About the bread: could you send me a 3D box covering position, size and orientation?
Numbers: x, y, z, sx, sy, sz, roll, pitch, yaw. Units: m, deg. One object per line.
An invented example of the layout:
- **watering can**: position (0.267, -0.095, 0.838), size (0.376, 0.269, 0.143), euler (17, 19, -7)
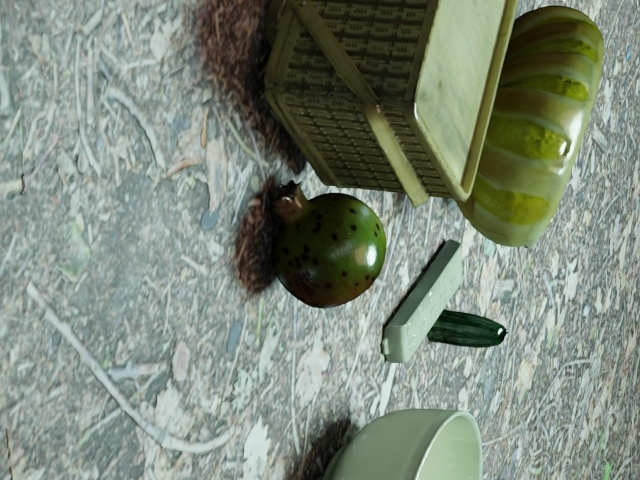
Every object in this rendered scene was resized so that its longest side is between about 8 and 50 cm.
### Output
- **bread**: position (0.250, -0.154, 1.939), size (0.333, 0.160, 0.333), euler (19, 90, -89)

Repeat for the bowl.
- **bowl**: position (0.082, 0.324, 1.838), size (0.277, 0.145, 0.277), euler (9, 90, -68)

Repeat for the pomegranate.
- **pomegranate**: position (0.003, 0.007, 1.573), size (0.130, 0.130, 0.130), euler (11, 90, -66)

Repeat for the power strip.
- **power strip**: position (0.142, 0.072, 2.007), size (0.253, 0.027, 0.060), euler (-51, 144, -47)

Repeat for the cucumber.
- **cucumber**: position (0.199, 0.122, 2.072), size (0.048, 0.105, 0.048), euler (10, 90, -77)

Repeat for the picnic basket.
- **picnic basket**: position (0.072, -0.213, 1.554), size (0.228, 0.175, 0.313), euler (53, 48, -59)
